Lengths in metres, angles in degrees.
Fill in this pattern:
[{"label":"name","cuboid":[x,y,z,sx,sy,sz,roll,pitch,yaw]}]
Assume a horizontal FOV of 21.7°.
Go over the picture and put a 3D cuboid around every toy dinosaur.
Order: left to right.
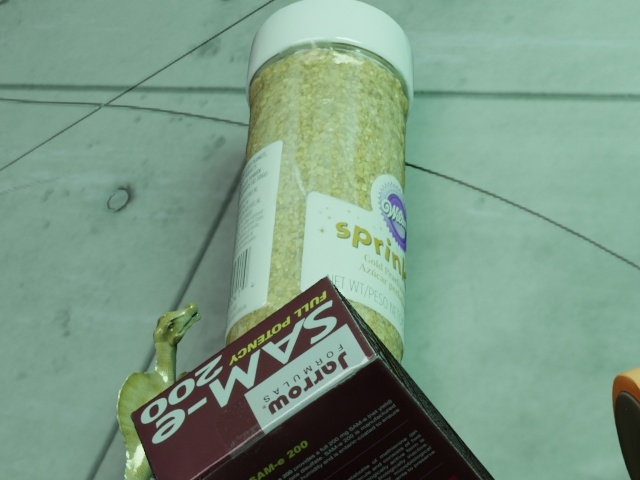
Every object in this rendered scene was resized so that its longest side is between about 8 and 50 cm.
[{"label":"toy dinosaur","cuboid":[-0.109,0.132,1.101,0.053,0.092,0.183,-9,51,28]}]

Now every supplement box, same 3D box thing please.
[{"label":"supplement box","cuboid":[0.018,0.140,0.906,0.130,0.239,0.073,-35,44,3]}]

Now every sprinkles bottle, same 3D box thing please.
[{"label":"sprinkles bottle","cuboid":[0.000,0.000,1.120,0.121,0.121,0.355,-15,49,23]}]

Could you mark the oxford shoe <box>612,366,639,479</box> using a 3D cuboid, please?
[{"label":"oxford shoe","cuboid":[0.270,0.156,0.794,0.133,0.130,0.363,-17,35,-9]}]
